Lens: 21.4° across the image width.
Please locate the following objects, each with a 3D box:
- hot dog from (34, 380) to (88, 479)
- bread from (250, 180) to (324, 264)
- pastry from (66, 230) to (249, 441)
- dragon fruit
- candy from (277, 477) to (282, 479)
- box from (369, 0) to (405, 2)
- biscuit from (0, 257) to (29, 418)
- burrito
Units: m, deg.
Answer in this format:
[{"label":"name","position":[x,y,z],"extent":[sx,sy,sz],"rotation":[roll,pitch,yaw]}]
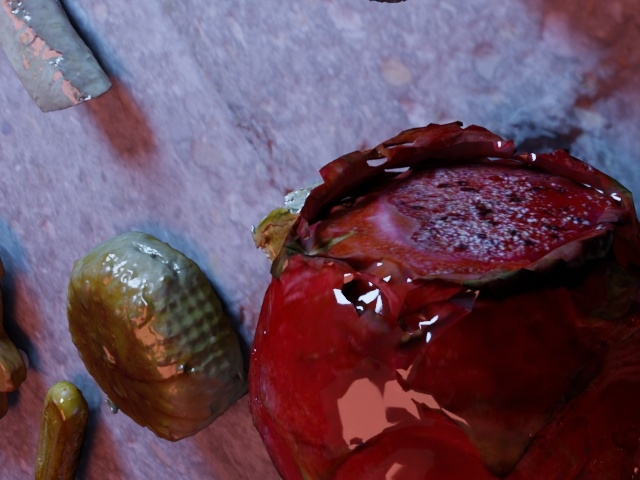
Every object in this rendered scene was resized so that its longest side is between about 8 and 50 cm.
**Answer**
[{"label":"hot dog","position":[-0.281,0.219,1.841],"extent":[0.066,0.047,0.215],"rotation":[56,149,28]},{"label":"bread","position":[0.002,-0.001,1.292],"extent":[0.070,0.077,0.083],"rotation":[-15,105,43]},{"label":"pastry","position":[-0.157,0.089,1.541],"extent":[0.182,0.093,0.192],"rotation":[-19,103,58]},{"label":"dragon fruit","position":[0.100,0.085,1.063],"extent":[0.295,0.295,0.301],"rotation":[17,143,43]},{"label":"candy","position":[-0.034,0.203,1.542],"extent":[0.035,0.035,0.123],"rotation":[43,140,49]},{"label":"box","position":[0.099,-0.240,0.935],"extent":[0.274,0.138,0.178],"rotation":[5,127,52]},{"label":"biscuit","position":[-0.393,0.081,1.867],"extent":[0.205,0.049,0.324],"rotation":[32,139,33]},{"label":"burrito","position":[-0.263,-0.203,1.463],"extent":[0.226,0.060,0.087],"rotation":[55,146,1]}]
